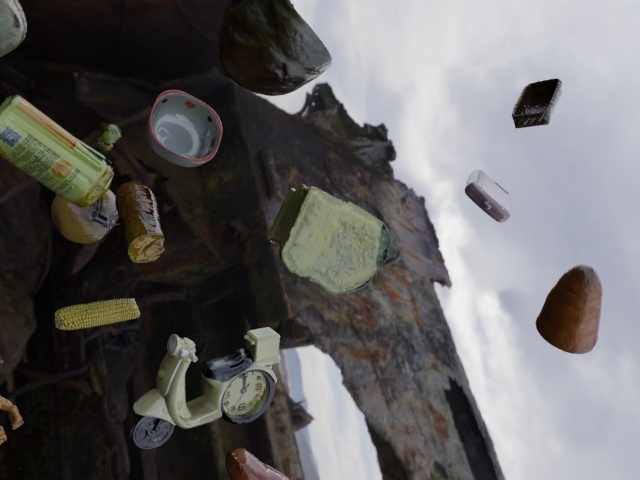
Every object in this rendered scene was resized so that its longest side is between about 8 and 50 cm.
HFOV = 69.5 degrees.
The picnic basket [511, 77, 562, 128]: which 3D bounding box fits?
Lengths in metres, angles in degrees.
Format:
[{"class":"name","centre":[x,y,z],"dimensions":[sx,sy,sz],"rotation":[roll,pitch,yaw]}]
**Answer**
[{"class":"picnic basket","centre":[0.616,-0.386,1.306],"dimensions":[0.193,0.110,0.055],"rotation":[-55,129,-31]}]

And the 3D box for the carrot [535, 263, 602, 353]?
[{"class":"carrot","centre":[0.694,0.168,1.244],"dimensions":[0.159,0.159,0.225],"rotation":[-108,-161,-58]}]

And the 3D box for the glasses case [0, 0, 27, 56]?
[{"class":"glasses case","centre":[-0.699,-0.315,0.752],"dimensions":[0.098,0.425,0.156],"rotation":[-112,176,-49]}]

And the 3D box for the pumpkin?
[{"class":"pumpkin","centre":[-0.082,-0.339,0.903],"dimensions":[0.169,0.148,0.312],"rotation":[38,4,9]}]

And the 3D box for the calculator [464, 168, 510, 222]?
[{"class":"calculator","centre":[0.332,-0.091,0.911],"dimensions":[0.032,0.100,0.175],"rotation":[-50,176,29]}]

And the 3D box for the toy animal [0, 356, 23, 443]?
[{"class":"toy animal","centre":[-0.571,0.270,0.767],"dimensions":[0.116,0.255,0.114],"rotation":[43,15,13]}]

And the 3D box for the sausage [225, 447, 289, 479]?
[{"class":"sausage","centre":[-0.148,0.608,1.159],"dimensions":[0.089,0.083,0.300],"rotation":[41,-12,48]}]

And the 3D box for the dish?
[{"class":"dish","centre":[-0.460,-0.353,1.523],"dimensions":[0.117,0.256,0.256],"rotation":[-24,-110,50]}]

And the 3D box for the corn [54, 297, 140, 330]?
[{"class":"corn","centre":[-0.716,0.236,1.488],"dimensions":[0.081,0.248,0.081],"rotation":[13,-74,54]}]

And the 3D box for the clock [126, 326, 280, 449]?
[{"class":"clock","centre":[-0.285,0.358,1.170],"dimensions":[0.120,0.379,0.276],"rotation":[20,-74,50]}]

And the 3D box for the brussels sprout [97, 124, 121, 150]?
[{"class":"brussels sprout","centre":[-0.548,-0.260,1.191],"dimensions":[0.083,0.046,0.051],"rotation":[-45,-164,32]}]

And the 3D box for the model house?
[{"class":"model house","centre":[0.000,0.000,1.380],"dimensions":[0.261,0.321,0.266],"rotation":[-65,-157,-3]}]

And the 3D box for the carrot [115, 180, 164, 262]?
[{"class":"carrot","centre":[-0.499,-0.060,1.275],"dimensions":[0.302,0.114,0.114],"rotation":[-126,-155,-44]}]

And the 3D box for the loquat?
[{"class":"loquat","centre":[-0.766,-0.094,1.511],"dimensions":[0.213,0.213,0.213],"rotation":[173,-90,-84]}]

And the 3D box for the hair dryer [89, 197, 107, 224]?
[{"class":"hair dryer","centre":[-0.610,-0.089,1.272],"dimensions":[0.047,0.026,0.083],"rotation":[58,24,-70]}]

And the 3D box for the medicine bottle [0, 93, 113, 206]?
[{"class":"medicine bottle","centre":[-0.532,-0.168,0.917],"dimensions":[0.239,0.124,0.124],"rotation":[42,23,-38]}]
